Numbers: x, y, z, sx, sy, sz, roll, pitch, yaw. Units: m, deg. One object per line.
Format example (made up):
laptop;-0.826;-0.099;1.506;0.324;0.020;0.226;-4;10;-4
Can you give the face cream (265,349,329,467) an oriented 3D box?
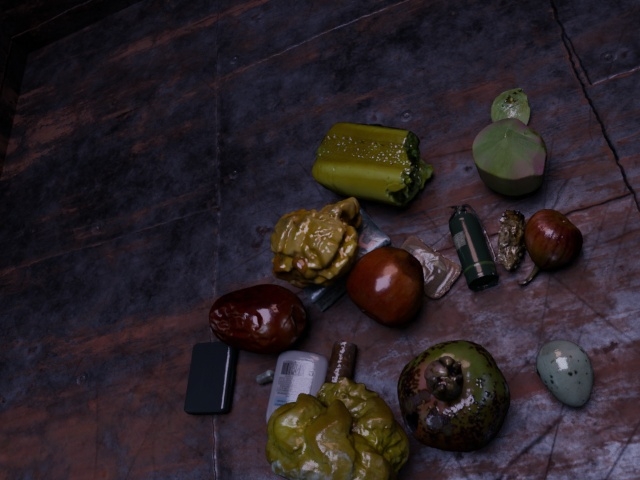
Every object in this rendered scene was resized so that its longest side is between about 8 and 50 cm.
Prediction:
face cream;-0.077;0.491;1.745;0.162;0.080;0.337;2;65;19

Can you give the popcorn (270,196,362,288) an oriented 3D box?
popcorn;0.000;0.000;1.756;0.332;0.225;0.265;-40;34;-15

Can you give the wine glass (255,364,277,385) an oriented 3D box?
wine glass;-0.159;0.414;1.853;0.083;0.042;0.039;-25;27;14

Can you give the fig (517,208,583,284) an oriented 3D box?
fig;0.629;0.016;1.634;0.149;0.148;0.202;7;107;59

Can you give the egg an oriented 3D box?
egg;0.599;0.326;1.480;0.131;0.131;0.164;-15;65;18

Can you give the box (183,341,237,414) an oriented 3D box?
box;-0.349;0.437;1.926;0.160;0.050;0.231;-8;61;21

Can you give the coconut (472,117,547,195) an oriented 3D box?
coconut;0.549;-0.246;1.749;0.204;0.236;0.236;-2;63;21

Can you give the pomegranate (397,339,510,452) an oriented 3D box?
pomegranate;0.314;0.369;1.463;0.284;0.341;0.285;-9;62;17

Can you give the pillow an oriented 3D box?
pillow;0.312;0.079;1.811;0.211;0.034;0.135;35;82;34

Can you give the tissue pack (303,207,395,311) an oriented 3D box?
tissue pack;0.049;0.039;1.917;0.315;0.103;0.228;-39;52;1

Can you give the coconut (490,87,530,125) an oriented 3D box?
coconut;0.605;-0.425;1.929;0.133;0.055;0.158;-25;55;10

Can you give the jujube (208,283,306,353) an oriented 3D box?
jujube;-0.196;0.241;1.865;0.317;0.223;0.223;-3;62;35

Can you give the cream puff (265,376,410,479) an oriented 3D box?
cream puff;0.049;0.487;1.520;0.378;0.378;0.276;10;76;30

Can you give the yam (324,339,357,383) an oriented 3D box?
yam;0.059;0.363;1.753;0.079;0.079;0.141;3;64;27

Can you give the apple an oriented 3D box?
apple;0.197;0.129;1.727;0.229;0.230;0.230;-11;59;20

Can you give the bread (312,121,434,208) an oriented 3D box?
bread;0.163;-0.242;1.947;0.376;0.208;0.251;15;68;31

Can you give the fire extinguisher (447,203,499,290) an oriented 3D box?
fire extinguisher;0.436;-0.002;1.760;0.118;0.093;0.295;-53;39;46

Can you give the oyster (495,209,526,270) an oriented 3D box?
oyster;0.543;0.000;1.698;0.056;0.105;0.177;-4;58;56
